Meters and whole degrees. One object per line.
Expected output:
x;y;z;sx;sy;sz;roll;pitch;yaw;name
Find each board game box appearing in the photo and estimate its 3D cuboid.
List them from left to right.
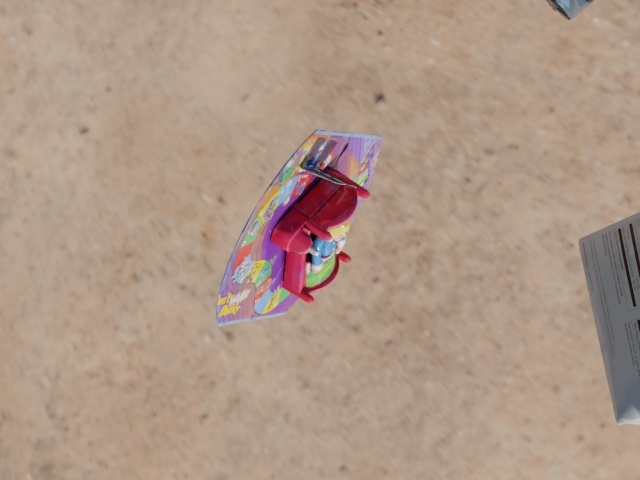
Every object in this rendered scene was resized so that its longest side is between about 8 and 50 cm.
0.000;0.000;1.030;0.033;0.168;0.133;32;102;19;board game box

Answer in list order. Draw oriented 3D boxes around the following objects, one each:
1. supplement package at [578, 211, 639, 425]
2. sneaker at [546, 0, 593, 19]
0.334;0.041;1.212;0.194;0.203;0.149;9;64;-43;supplement package
0.173;-0.306;1.383;0.118;0.107;0.279;-42;134;3;sneaker
